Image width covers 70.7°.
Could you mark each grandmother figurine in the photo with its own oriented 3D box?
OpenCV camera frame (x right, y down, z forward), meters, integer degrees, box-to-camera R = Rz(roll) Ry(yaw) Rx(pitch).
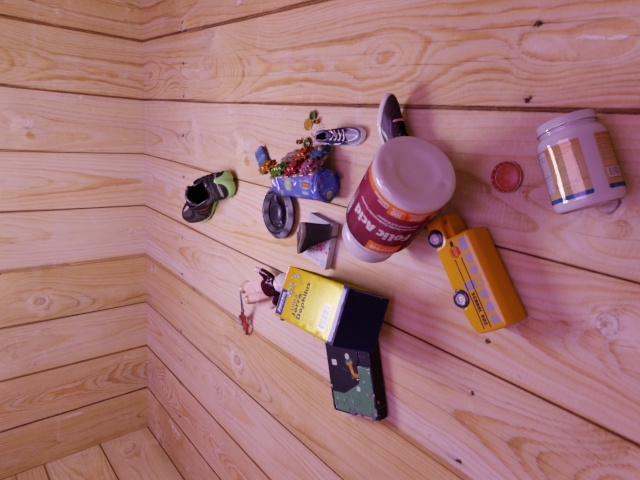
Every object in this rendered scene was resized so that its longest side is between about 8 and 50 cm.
[{"bbox_3d":[-0.237,0.207,2.030,0.342,0.104,0.207,-15,111,47],"label":"grandmother figurine"}]

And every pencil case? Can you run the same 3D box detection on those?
[{"bbox_3d":[-0.061,-0.223,1.729,0.306,0.119,0.133,14,120,48],"label":"pencil case"}]

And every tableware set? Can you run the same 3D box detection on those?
[{"bbox_3d":[-0.049,-0.424,1.761,0.154,0.024,0.104,-48,60,42],"label":"tableware set"}]

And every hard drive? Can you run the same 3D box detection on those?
[{"bbox_3d":[0.125,0.471,1.665,0.237,0.064,0.338,-9,88,50],"label":"hard drive"}]

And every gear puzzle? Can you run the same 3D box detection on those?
[{"bbox_3d":[-0.116,-0.307,1.728,0.339,0.175,0.044,2,139,41],"label":"gear puzzle"}]

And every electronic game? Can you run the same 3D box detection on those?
[{"bbox_3d":[-0.181,-0.120,1.942,0.229,0.048,0.229,11,105,49],"label":"electronic game"}]

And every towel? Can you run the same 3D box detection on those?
[{"bbox_3d":[-0.254,-0.356,2.006,0.067,0.029,0.119,-35,69,47],"label":"towel"}]

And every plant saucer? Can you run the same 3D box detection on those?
[{"bbox_3d":[0.487,-0.166,1.180,0.083,0.013,0.083,9,102,49],"label":"plant saucer"}]

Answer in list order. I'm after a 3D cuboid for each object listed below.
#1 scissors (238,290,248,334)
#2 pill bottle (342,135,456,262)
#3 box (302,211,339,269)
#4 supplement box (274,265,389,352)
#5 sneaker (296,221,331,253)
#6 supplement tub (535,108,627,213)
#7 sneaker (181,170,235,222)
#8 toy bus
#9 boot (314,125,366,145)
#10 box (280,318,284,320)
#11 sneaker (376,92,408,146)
[{"bbox_3d":[-0.371,0.358,2.194,0.109,0.021,0.297,61,154,30],"label":"scissors"},{"bbox_3d":[0.199,-0.094,1.294,0.224,0.224,0.392,65,159,19],"label":"pill bottle"},{"bbox_3d":[0.000,0.000,1.758,0.145,0.038,0.186,31,119,43],"label":"box"},{"bbox_3d":[0.030,0.231,1.580,0.357,0.194,0.195,14,86,53],"label":"supplement box"},{"bbox_3d":[-0.027,-0.003,1.706,0.222,0.118,0.083,115,154,-70],"label":"sneaker"},{"bbox_3d":[0.563,-0.169,0.989,0.144,0.144,0.199,-21,80,49],"label":"supplement tub"},{"bbox_3d":[-0.621,-0.230,2.321,0.483,0.202,0.185,-33,70,47],"label":"sneaker"},{"bbox_3d":[0.416,0.078,1.227,0.130,0.108,0.332,-35,70,46],"label":"toy bus"},{"bbox_3d":[0.066,-0.364,1.586,0.190,0.086,0.069,4,99,49],"label":"boot"},{"bbox_3d":[-0.141,0.300,1.946,0.018,0.067,0.083,22,113,44],"label":"box"},{"bbox_3d":[0.258,-0.300,1.366,0.147,0.105,0.295,8,108,47],"label":"sneaker"}]
